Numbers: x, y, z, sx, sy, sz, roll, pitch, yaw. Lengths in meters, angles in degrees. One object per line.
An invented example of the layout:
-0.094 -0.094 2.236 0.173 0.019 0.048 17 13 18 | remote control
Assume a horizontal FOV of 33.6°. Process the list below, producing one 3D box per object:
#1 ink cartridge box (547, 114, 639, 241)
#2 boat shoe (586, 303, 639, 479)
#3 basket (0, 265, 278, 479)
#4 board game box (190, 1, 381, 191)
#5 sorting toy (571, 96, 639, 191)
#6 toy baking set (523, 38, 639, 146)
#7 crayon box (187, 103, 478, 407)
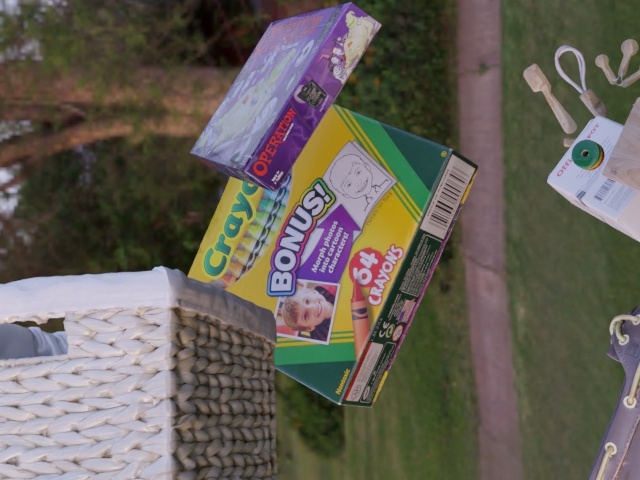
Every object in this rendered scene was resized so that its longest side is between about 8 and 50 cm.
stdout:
0.501 -0.106 1.780 0.148 0.086 0.203 -53 31 5 | ink cartridge box
0.325 0.124 1.035 0.116 0.097 0.324 -4 -75 -75 | boat shoe
-0.236 0.193 1.127 0.331 0.328 0.266 33 -128 -72 | basket
-0.055 -0.167 1.235 0.208 0.056 0.347 -54 17 -4 | board game box
0.523 -0.127 1.596 0.274 0.046 0.132 29 99 36 | sorting toy
0.498 -0.256 1.898 0.030 0.256 0.196 -45 -51 -74 | toy baking set
0.000 0.000 1.474 0.106 0.313 0.362 20 -86 -59 | crayon box
